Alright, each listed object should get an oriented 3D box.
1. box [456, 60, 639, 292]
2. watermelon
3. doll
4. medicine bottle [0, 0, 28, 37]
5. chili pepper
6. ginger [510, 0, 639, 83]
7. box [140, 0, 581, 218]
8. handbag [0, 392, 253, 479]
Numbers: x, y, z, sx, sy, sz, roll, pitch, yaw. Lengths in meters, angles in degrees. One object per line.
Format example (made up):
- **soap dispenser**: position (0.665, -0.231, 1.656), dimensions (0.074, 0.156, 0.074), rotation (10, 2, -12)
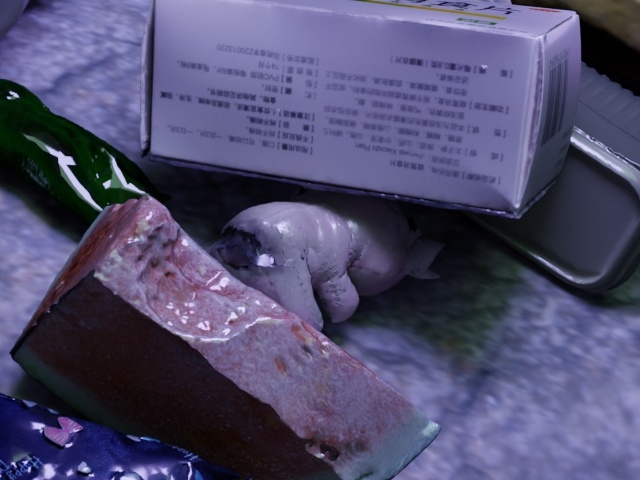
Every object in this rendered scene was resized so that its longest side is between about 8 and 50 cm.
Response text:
- **box**: position (0.204, -0.095, 1.355), dimensions (0.274, 0.138, 0.178), rotation (35, 37, 12)
- **watermelon**: position (-0.082, 0.084, 1.014), dimensions (0.318, 0.226, 0.148), rotation (31, 69, 27)
- **doll**: position (0.000, 0.000, 1.202), dimensions (0.192, 0.095, 0.149), rotation (-21, 43, -40)
- **medicine bottle**: position (-0.313, -0.327, 1.309), dimensions (0.241, 0.241, 0.302), rotation (16, 43, -5)
- **chili pepper**: position (-0.229, -0.076, 1.220), dimensions (0.224, 0.061, 0.098), rotation (26, 36, 8)
- **ginger**: position (0.396, -0.252, 1.452), dimensions (0.413, 0.211, 0.358), rotation (-2, 28, -35)
- **box**: position (0.031, -0.125, 1.207), dimensions (0.333, 0.145, 0.173), rotation (9, 15, 18)
- **handbag**: position (-0.166, 0.195, 0.932), dimensions (0.260, 0.113, 0.162), rotation (16, 36, -3)
